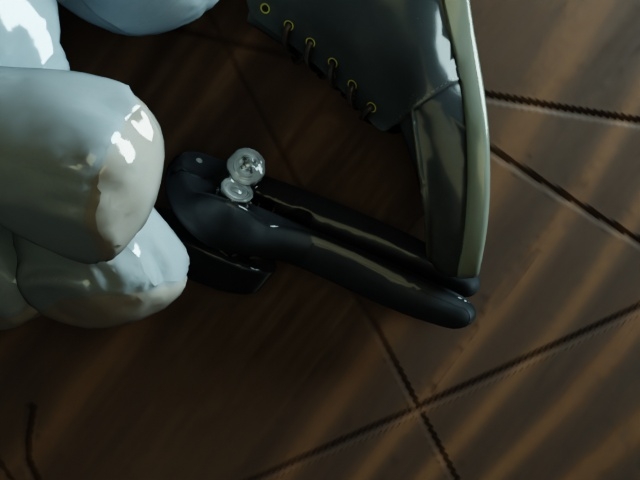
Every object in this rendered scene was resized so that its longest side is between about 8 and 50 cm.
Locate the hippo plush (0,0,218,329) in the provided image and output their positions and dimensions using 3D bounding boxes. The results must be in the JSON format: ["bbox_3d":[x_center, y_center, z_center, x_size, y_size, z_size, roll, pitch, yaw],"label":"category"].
[{"bbox_3d":[-0.170,-0.110,0.661,0.294,0.234,0.237,25,63,-9],"label":"hippo plush"}]

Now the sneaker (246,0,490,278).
[{"bbox_3d":[0.025,-0.084,0.717,0.118,0.083,0.222,-8,87,5],"label":"sneaker"}]

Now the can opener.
[{"bbox_3d":[0.000,0.000,0.728,0.186,0.073,0.059,16,51,-7],"label":"can opener"}]
